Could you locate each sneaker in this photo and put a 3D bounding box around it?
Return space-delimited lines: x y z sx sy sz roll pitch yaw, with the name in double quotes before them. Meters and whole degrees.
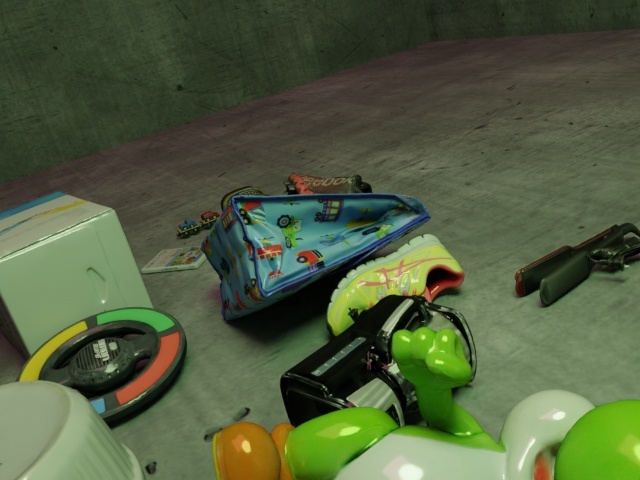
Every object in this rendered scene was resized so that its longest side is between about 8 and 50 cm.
"sneaker" 0.023 -0.074 1.177 0.135 0.097 0.276 -22 26 -17
"sneaker" 0.102 0.069 0.822 0.208 0.081 0.094 -32 47 -16

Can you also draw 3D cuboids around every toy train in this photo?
"toy train" -0.241 -0.047 1.349 0.158 0.036 0.027 -24 24 -22

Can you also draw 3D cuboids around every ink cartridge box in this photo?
"ink cartridge box" -0.440 0.056 1.019 0.197 0.198 0.270 -29 26 -32

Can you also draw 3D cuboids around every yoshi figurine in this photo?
"yoshi figurine" 0.112 0.174 0.423 0.362 0.203 0.203 -11 27 0

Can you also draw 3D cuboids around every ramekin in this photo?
"ramekin" -0.314 0.247 0.585 0.273 0.127 0.273 -12 22 5

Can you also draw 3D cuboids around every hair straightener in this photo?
"hair straightener" 0.368 0.029 0.809 0.230 0.047 0.089 -19 23 -23

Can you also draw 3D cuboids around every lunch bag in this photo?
"lunch bag" 0.000 0.000 0.905 0.293 0.138 0.221 -15 -9 -24

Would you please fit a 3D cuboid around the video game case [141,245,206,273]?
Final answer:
"video game case" -0.276 0.036 1.210 0.122 0.011 0.087 -6 23 19

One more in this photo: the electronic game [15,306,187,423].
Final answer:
"electronic game" -0.294 0.165 0.835 0.229 0.048 0.229 -8 30 5

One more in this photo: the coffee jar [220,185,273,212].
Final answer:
"coffee jar" -0.132 -0.056 1.251 0.096 0.079 0.184 -24 24 -22

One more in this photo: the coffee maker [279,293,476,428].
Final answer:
"coffee maker" 0.049 0.145 0.652 0.178 0.120 0.171 -30 4 -36
